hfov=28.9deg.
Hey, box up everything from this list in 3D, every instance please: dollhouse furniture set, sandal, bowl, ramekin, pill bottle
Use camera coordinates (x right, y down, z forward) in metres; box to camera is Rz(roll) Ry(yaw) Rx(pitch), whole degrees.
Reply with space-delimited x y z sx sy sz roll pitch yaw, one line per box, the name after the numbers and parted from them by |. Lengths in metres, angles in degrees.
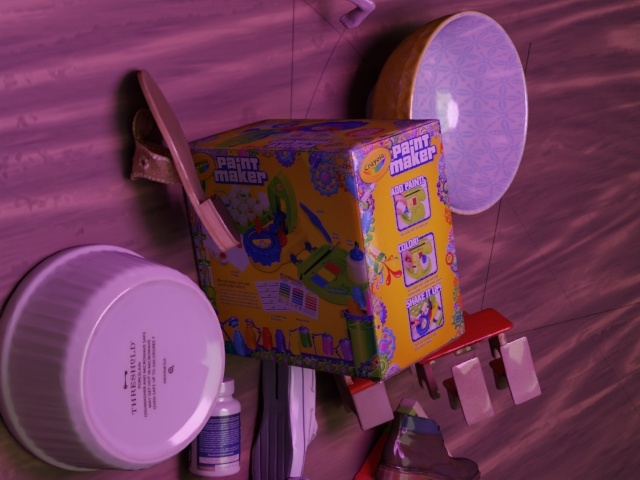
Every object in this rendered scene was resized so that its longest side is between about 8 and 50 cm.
0.146 0.156 1.769 0.259 0.262 0.135 -21 110 -12 | dollhouse furniture set
-0.188 -0.082 1.486 0.240 0.079 0.088 61 8 0 | sandal
0.161 -0.184 1.806 0.289 0.156 0.289 -5 97 -47 | bowl
-0.228 0.141 1.429 0.273 0.127 0.272 -6 98 -48 | ramekin
-0.135 0.236 1.585 0.067 0.067 0.120 -5 97 -48 | pill bottle

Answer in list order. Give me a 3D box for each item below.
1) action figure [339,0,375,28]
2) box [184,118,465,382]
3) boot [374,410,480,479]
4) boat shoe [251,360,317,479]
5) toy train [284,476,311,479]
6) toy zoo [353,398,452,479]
0.008 -0.486 1.603 0.330 0.179 0.341 38 68 -53 | action figure
0.000 0.000 1.546 0.177 0.290 0.279 -23 111 -44 | box
0.175 0.315 1.878 0.219 0.082 0.106 10 89 -46 | boot
-0.036 0.252 1.683 0.076 0.083 0.226 8 87 -47 | boat shoe
-0.094 0.454 1.548 0.190 0.142 0.333 12 100 -60 | toy train
0.107 0.414 1.895 0.293 0.030 0.192 -54 129 -30 | toy zoo
